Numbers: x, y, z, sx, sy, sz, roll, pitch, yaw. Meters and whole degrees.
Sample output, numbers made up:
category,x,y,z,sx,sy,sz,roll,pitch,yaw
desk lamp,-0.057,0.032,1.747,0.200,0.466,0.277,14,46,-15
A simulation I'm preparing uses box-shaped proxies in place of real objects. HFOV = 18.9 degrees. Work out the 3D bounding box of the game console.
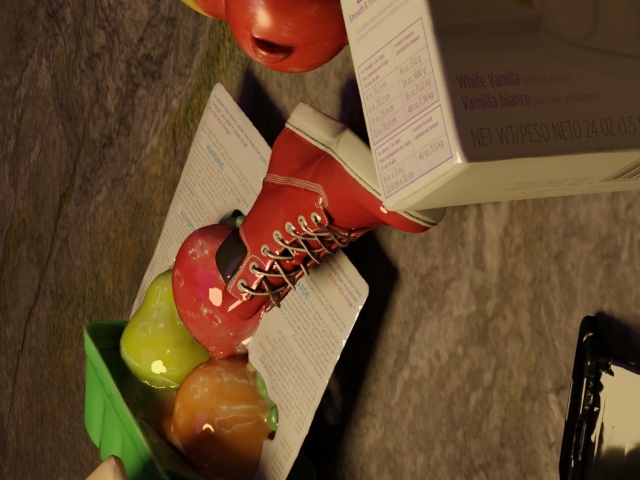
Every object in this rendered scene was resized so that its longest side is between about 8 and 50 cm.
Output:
category,x,y,z,sx,sy,sz,roll,pitch,yaw
game console,0.199,0.125,1.253,0.107,0.071,0.122,-79,-5,-69

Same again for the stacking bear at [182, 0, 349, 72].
category,x,y,z,sx,sy,sz,roll,pitch,yaw
stacking bear,-0.066,-0.253,1.572,0.289,0.175,0.164,55,140,34

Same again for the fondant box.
category,x,y,z,sx,sy,sz,roll,pitch,yaw
fondant box,0.126,-0.192,1.078,0.096,0.238,0.330,-36,63,61

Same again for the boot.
category,x,y,z,sx,sy,sz,roll,pitch,yaw
boot,0.000,0.000,1.470,0.176,0.088,0.244,-59,24,1

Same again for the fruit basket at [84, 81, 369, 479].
category,x,y,z,sx,sy,sz,roll,pitch,yaw
fruit basket,-0.077,0.091,1.703,0.327,0.165,0.353,54,125,46

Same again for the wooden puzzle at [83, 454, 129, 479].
category,x,y,z,sx,sy,sz,roll,pitch,yaw
wooden puzzle,-0.108,0.359,1.653,0.348,0.080,0.322,40,148,-3
